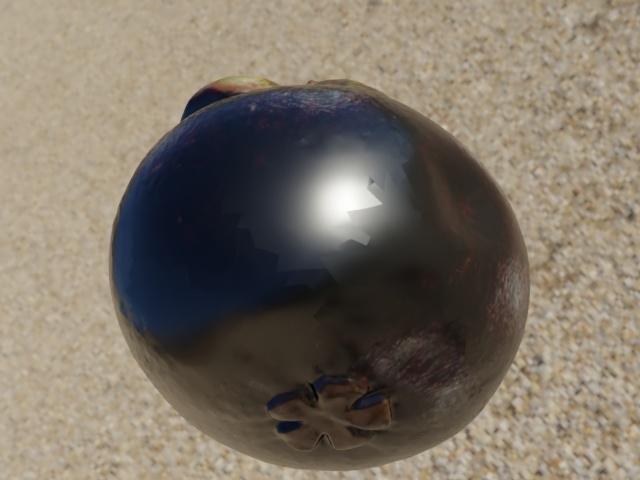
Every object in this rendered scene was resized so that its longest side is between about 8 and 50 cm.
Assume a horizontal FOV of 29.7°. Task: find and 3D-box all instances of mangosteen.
[{"bbox_3d":[0.000,0.000,0.802,0.275,0.275,0.302,-30,39,28],"label":"mangosteen"}]
